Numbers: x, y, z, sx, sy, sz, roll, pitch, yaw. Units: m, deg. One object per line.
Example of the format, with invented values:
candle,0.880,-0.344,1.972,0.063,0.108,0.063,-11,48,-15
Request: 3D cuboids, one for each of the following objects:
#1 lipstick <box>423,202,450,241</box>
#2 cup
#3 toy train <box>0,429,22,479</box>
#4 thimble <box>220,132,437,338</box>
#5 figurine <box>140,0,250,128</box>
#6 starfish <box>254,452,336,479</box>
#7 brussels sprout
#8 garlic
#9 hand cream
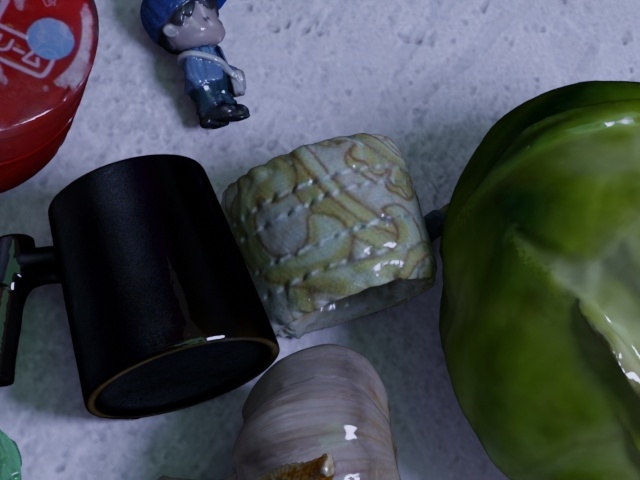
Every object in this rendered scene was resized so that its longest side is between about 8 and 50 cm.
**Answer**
lipstick,0.092,-0.003,1.483,0.116,0.037,0.037,-34,83,-35
cup,-0.171,0.042,1.286,0.239,0.166,0.177,-9,68,-26
toy train,-0.262,0.215,1.222,0.099,0.081,0.149,-16,75,-25
thimble,0.000,0.000,1.385,0.190,0.137,0.143,-22,75,11
figurine,-0.113,-0.179,1.460,0.086,0.087,0.149,-10,83,-63
starfish,-0.050,0.338,1.181,0.293,0.301,0.084,63,24,-3
brussels sprout,0.285,0.025,1.363,0.361,0.342,0.425,44,49,-7
garlic,-0.034,0.205,1.276,0.212,0.218,0.219,-10,69,6
hand cream,-0.308,-0.158,1.327,0.230,0.149,0.230,7,67,-16
